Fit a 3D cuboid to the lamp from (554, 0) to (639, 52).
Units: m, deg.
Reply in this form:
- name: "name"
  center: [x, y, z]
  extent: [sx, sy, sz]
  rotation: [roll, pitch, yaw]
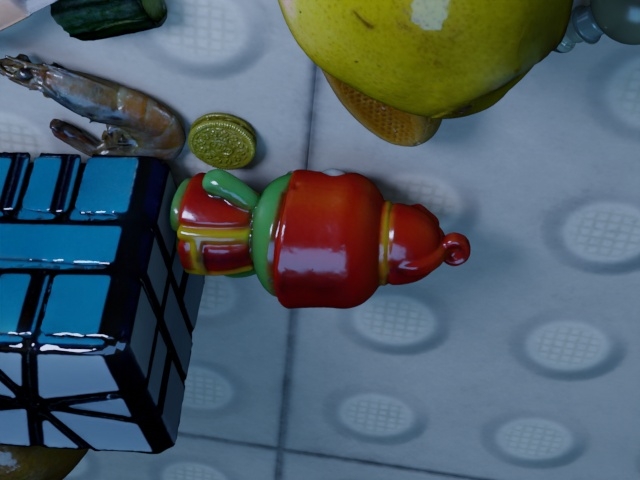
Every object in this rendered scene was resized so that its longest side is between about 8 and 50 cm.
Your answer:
- name: "lamp"
  center: [0.291, -0.230, 1.405]
  extent: [0.091, 0.091, 0.163]
  rotation: [32, 149, -24]

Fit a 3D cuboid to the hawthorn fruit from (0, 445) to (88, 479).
- name: "hawthorn fruit"
  center: [-0.452, 0.241, 1.975]
  extent: [0.267, 0.268, 0.301]
  rotation: [19, 144, -11]

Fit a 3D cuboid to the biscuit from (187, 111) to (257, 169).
- name: "biscuit"
  center: [-0.118, -0.119, 1.655]
  extent: [0.084, 0.023, 0.084]
  rotation: [5, 141, 4]

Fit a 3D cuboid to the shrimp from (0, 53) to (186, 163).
- name: "shrimp"
  center: [-0.281, -0.149, 1.633]
  extent: [0.251, 0.052, 0.143]
  rotation: [29, 139, -22]

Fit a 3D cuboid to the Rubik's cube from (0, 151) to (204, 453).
- name: "Rubik's cube"
  center: [-0.320, 0.081, 1.717]
  extent: [0.288, 0.283, 0.293]
  rotation: [2, 148, 11]

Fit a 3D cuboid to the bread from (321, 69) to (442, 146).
- name: "bread"
  center: [0.069, -0.177, 1.511]
  extent: [0.114, 0.077, 0.189]
  rotation: [3, 145, 40]

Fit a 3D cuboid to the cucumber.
- name: "cucumber"
  center: [-0.229, -0.263, 1.484]
  extent: [0.115, 0.062, 0.116]
  rotation: [-6, 136, 23]

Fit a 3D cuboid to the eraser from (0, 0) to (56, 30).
- name: "eraser"
  center: [-0.427, -0.283, 1.472]
  extent: [0.290, 0.087, 0.171]
  rotation: [-19, 123, 30]

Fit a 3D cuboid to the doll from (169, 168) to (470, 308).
- name: "doll"
  center: [0.000, -0.001, 1.662]
  extent: [0.363, 0.160, 0.183]
  rotation: [3, 133, 5]

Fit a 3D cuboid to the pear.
- name: "pear"
  center: [0.080, -0.275, 1.245]
  extent: [0.336, 0.285, 0.285]
  rotation: [35, 134, -25]
